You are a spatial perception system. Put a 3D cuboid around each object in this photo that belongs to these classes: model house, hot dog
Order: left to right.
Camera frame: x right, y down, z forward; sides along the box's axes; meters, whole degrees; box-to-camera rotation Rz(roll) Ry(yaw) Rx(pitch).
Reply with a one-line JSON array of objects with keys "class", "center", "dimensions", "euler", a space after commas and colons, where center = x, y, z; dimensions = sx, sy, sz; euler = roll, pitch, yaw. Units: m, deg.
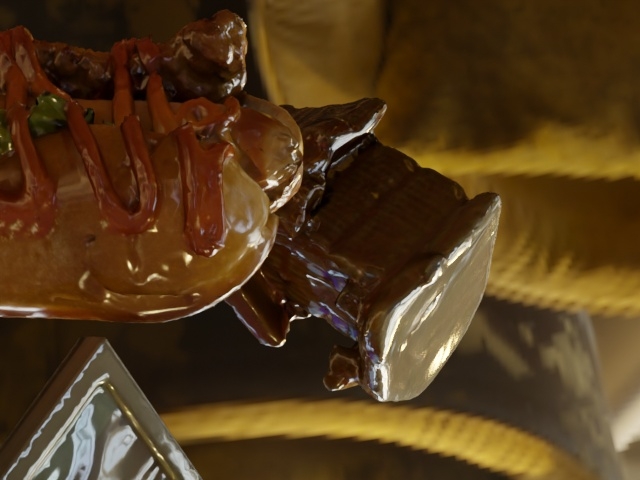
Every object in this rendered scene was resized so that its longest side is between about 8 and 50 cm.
[{"class": "hot dog", "center": [-0.179, -0.037, 0.868], "dimensions": [0.348, 0.158, 0.117], "euler": [0, 117, 17]}, {"class": "model house", "center": [0.001, 0.001, 1.408], "dimensions": [0.229, 0.199, 0.220], "euler": [32, 142, 19]}]

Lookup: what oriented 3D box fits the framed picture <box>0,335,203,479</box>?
[{"class": "framed picture", "center": [-0.120, 0.201, 0.851], "dimensions": [0.018, 0.265, 0.192], "euler": [-4, 130, 39]}]
